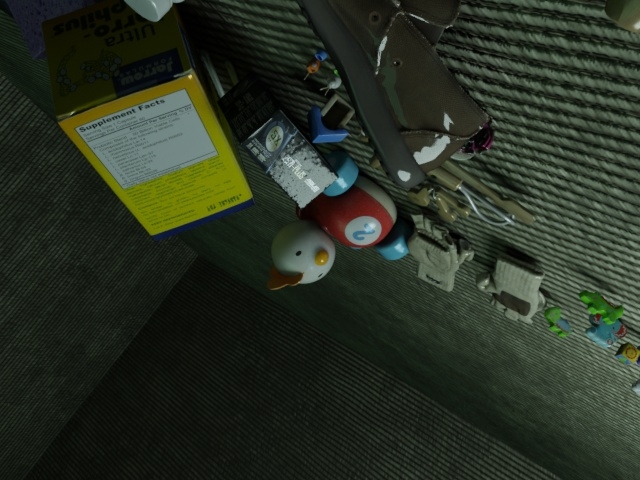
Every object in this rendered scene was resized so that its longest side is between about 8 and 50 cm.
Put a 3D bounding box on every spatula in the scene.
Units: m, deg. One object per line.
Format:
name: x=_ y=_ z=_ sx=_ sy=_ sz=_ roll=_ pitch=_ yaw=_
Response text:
spatula: x=-0.184 y=-0.267 z=1.167 sx=0.168 sy=0.019 sz=0.242 roll=33 pitch=167 yaw=18

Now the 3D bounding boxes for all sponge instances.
sponge: x=-0.424 y=-0.383 z=1.045 sx=0.210 sy=0.031 sz=0.117 roll=-17 pitch=97 yaw=39

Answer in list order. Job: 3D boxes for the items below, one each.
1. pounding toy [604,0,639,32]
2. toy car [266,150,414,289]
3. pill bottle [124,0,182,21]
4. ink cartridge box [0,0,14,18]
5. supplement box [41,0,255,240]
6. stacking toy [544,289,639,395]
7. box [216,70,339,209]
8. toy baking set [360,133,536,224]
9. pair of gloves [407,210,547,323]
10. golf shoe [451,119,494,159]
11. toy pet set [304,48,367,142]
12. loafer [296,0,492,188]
pounding toy: x=0.296 y=-0.129 z=0.306 sx=0.269 sy=0.155 sz=0.154 roll=25 pitch=137 yaw=8
toy car: x=0.000 y=0.000 z=1.139 sx=0.219 sy=0.238 sz=0.210 roll=44 pitch=165 yaw=-32
pill bottle: x=-0.153 y=-0.304 z=0.694 sx=0.078 sy=0.137 sz=0.078 roll=34 pitch=167 yaw=9
ink cartridge box: x=-0.627 y=-0.509 z=1.375 sx=0.332 sy=0.065 sz=0.165 roll=36 pitch=168 yaw=5
supplement box: x=-0.256 y=-0.186 z=1.046 sx=0.356 sy=0.194 sz=0.195 roll=73 pitch=177 yaw=-62
stacking toy: x=0.443 y=0.148 z=0.945 sx=0.221 sy=0.052 sz=0.167 roll=37 pitch=165 yaw=8
box: x=-0.067 y=-0.154 z=0.994 sx=0.147 sy=0.077 sz=0.180 roll=45 pitch=-172 yaw=-35
toy baking set: x=0.166 y=-0.087 z=0.885 sx=0.196 sy=0.030 sz=0.256 roll=40 pitch=167 yaw=-28
pair of gloves: x=0.255 y=0.047 z=1.077 sx=0.240 sy=0.042 sz=0.204 roll=24 pitch=160 yaw=28
golf shoe: x=0.100 y=-0.151 z=0.732 sx=0.186 sy=0.067 sz=0.086 roll=39 pitch=168 yaw=-10
toy pet set: x=0.013 y=-0.174 z=0.879 sx=0.122 sy=0.065 sz=0.114 roll=39 pitch=167 yaw=-8
loafer: x=0.050 y=-0.218 z=0.576 sx=0.366 sy=0.130 sz=0.134 roll=57 pitch=-168 yaw=-37
